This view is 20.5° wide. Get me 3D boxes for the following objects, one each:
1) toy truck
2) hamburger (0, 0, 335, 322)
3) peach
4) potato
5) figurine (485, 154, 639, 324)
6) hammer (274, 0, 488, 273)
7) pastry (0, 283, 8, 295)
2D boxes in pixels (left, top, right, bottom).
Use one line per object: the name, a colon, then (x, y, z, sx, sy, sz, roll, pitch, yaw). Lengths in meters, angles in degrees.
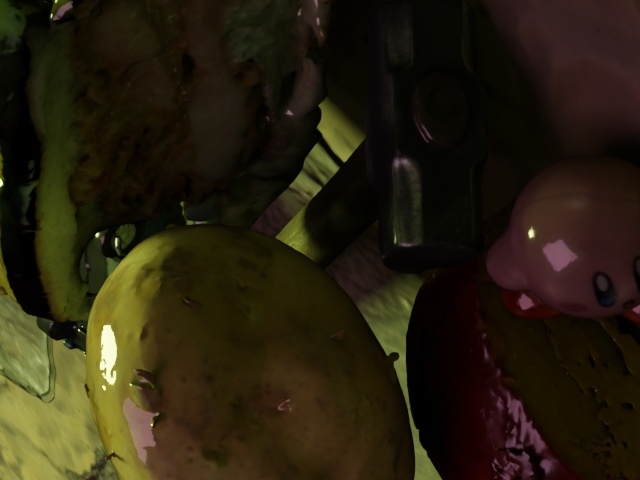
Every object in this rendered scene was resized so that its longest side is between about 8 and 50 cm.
toy truck: (-0.113, 0.018, 1.046, 0.074, 0.088, 0.202, 36, 142, 29)
hamburger: (-0.091, -0.112, 0.779, 0.288, 0.167, 0.192, 101, 149, -55)
peach: (0.094, 0.072, 0.793, 0.127, 0.092, 0.172, 10, 130, 56)
potato: (-0.019, 0.076, 0.781, 0.235, 0.128, 0.161, 55, -169, -46)
figurine: (0.107, -0.001, 0.718, 0.071, 0.083, 0.067, 67, -166, -60)
hammer: (0.000, 0.000, 0.884, 0.365, 0.043, 0.111, 135, 135, -67)
pastry: (-0.222, -0.055, 1.118, 0.218, 0.100, 0.229, 45, 145, 11)
